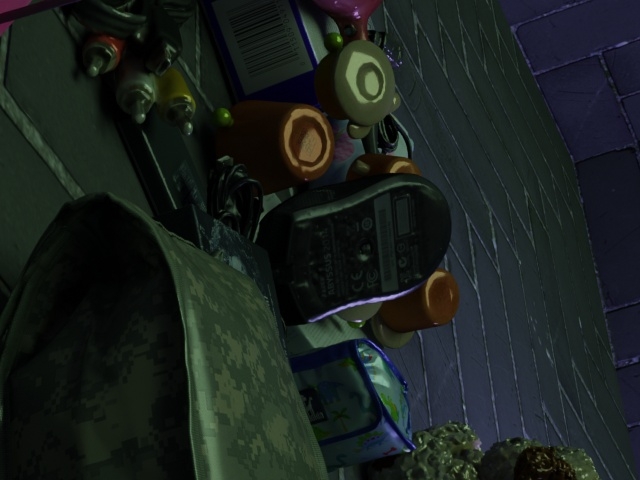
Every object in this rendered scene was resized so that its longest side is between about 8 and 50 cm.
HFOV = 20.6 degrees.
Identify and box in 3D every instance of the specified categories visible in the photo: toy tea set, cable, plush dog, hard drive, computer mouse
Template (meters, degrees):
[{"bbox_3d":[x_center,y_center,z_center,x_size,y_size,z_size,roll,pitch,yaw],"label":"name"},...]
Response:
[{"bbox_3d":[0.012,-0.029,1.777,0.200,0.124,0.336,-33,111,-39],"label":"toy tea set"},{"bbox_3d":[-0.170,-0.190,1.571,0.139,0.072,0.287,35,16,-21],"label":"cable"},{"bbox_3d":[0.200,0.291,1.940,0.262,0.225,0.210,8,64,-73],"label":"plush dog"},{"bbox_3d":[-0.134,-0.060,1.561,0.094,0.022,0.135,-64,134,-68],"label":"hard drive"},{"bbox_3d":[0.000,0.000,1.634,0.272,0.072,0.188,-11,106,-34],"label":"computer mouse"}]

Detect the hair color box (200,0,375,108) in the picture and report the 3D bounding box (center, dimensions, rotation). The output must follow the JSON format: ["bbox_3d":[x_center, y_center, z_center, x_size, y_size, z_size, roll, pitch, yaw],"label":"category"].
[{"bbox_3d":[-0.024,-0.234,1.987,0.339,0.110,0.185,-25,96,-73],"label":"hair color box"}]

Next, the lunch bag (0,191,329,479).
[{"bbox_3d":[-0.105,0.126,1.180,0.235,0.169,0.287,36,43,-65],"label":"lunch bag"}]

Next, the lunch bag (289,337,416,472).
[{"bbox_3d":[0.002,0.147,1.602,0.151,0.129,0.096,55,22,-48],"label":"lunch bag"}]

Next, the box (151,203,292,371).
[{"bbox_3d":[-0.096,0.073,1.412,0.158,0.093,0.156,34,41,-64],"label":"box"}]

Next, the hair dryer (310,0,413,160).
[{"bbox_3d":[0.049,-0.213,1.868,0.293,0.080,0.223,53,25,-48],"label":"hair dryer"}]

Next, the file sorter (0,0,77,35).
[{"bbox_3d":[-0.203,-0.331,1.263,0.290,0.182,0.202,64,28,-26],"label":"file sorter"}]

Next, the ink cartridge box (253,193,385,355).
[{"bbox_3d":[-0.032,0.055,1.775,0.232,0.066,0.189,49,18,-3],"label":"ink cartridge box"}]

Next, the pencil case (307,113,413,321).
[{"bbox_3d":[0.045,-0.036,1.973,0.273,0.124,0.113,-90,156,-51],"label":"pencil case"}]
